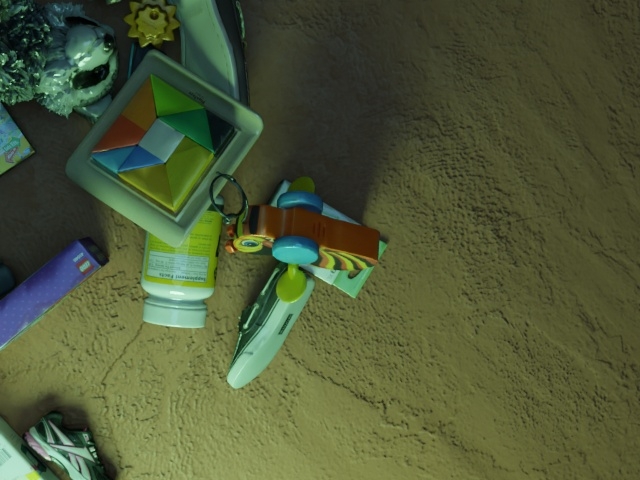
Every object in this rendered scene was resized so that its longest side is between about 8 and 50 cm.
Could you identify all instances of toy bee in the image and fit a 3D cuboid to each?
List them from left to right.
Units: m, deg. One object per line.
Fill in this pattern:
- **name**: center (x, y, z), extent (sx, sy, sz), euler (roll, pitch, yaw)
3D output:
- **toy bee**: center (-0.064, -0.021, 1.633), extent (0.298, 0.162, 0.195), euler (40, 56, -20)

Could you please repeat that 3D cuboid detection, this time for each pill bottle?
- **pill bottle**: center (-0.219, 0.026, 1.673), extent (0.119, 0.119, 0.209), euler (7, 92, -8)

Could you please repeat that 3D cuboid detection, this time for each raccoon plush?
- **raccoon plush**: center (-0.514, -0.303, 1.623), extent (0.446, 0.299, 0.216), euler (16, 90, 29)

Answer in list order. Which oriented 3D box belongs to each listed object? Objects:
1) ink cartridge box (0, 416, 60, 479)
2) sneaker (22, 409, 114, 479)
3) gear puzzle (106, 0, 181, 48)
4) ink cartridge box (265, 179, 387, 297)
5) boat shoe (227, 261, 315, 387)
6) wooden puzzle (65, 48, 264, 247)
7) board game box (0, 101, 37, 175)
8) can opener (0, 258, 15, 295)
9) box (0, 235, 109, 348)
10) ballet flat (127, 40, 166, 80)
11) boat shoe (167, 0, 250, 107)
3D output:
- **ink cartridge box**: center (-0.487, 0.400, 1.670), extent (0.134, 0.078, 0.231), euler (-41, 97, -4)
- **sneaker**: center (-0.379, 0.337, 1.691), extent (0.178, 0.072, 0.077), euler (42, 76, -13)
- **gear puzzle**: center (-0.303, -0.440, 1.577), extent (0.175, 0.044, 0.339), euler (-17, 110, 2)
- **ink cartridge box**: center (0.000, 0.000, 1.732), extent (0.209, 0.062, 0.109), euler (31, 88, -8)
- **boat shoe**: center (-0.093, 0.135, 1.726), extent (0.070, 0.078, 0.219), euler (35, 94, 24)
- **wooden puzzle**: center (-0.236, -0.142, 1.604), extent (0.221, 0.044, 0.239), euler (33, 84, 9)
- **board game box**: center (-0.537, -0.138, 1.667), extent (0.154, 0.026, 0.103), euler (-35, 96, -5)
- **can opener**: center (-0.592, 0.132, 1.625), extent (0.283, 0.076, 0.095), euler (-32, 128, -22)
- **box**: center (-0.451, 0.107, 1.602), extent (0.293, 0.201, 0.057), euler (-40, 96, -4)
- **ballet flat**: center (-0.283, -0.211, 1.681), extent (0.074, 0.074, 0.203), euler (13, 88, -9)
- **boat shoe**: center (-0.165, -0.323, 1.673), extent (0.096, 0.116, 0.324), euler (-20, 95, -49)
